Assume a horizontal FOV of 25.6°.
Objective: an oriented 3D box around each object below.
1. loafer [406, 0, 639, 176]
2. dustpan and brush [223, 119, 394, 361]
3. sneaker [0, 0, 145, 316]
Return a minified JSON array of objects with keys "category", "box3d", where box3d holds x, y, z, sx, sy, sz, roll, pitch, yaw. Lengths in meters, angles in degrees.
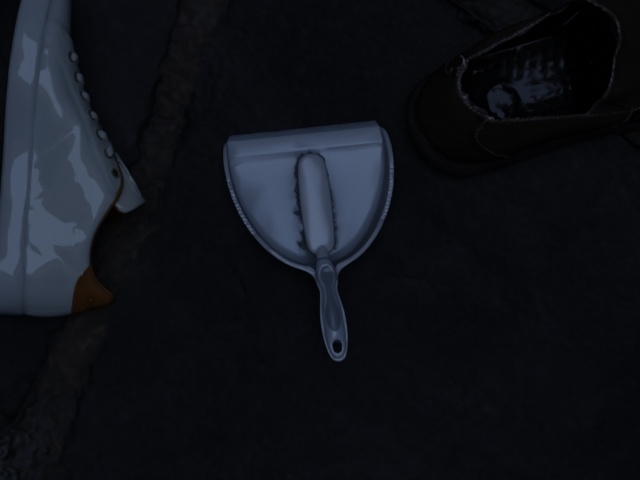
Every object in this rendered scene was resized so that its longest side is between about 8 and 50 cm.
[{"category":"loafer","box3d":[0.256,-0.155,1.209,0.366,0.130,0.133,-25,85,-8]},{"category":"dustpan and brush","box3d":[0.000,0.000,1.200,0.147,0.060,0.211,-7,82,-6]},{"category":"sneaker","box3d":[-0.207,-0.081,1.181,0.123,0.106,0.290,3,91,-11]}]
